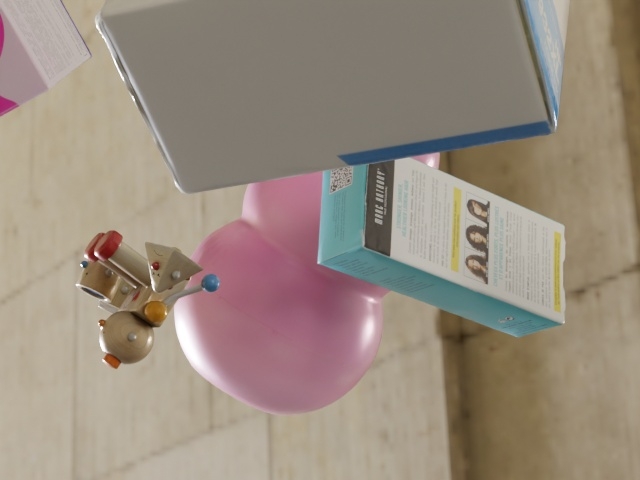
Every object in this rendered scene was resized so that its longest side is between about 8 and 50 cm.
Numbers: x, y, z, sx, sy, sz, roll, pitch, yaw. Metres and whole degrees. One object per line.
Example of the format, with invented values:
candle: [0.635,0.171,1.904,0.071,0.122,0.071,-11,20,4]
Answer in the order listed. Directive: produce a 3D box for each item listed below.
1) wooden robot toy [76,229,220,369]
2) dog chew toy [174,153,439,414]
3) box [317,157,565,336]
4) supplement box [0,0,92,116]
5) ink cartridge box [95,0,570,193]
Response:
wooden robot toy: [-0.132,0.045,1.070,0.076,0.079,0.173,30,-16,-18]
dog chew toy: [0.000,0.000,1.560,0.206,0.332,0.206,29,7,-4]
box: [0.110,0.003,1.406,0.244,0.100,0.060,21,-29,-35]
supplement box: [-0.339,-0.204,1.742,0.111,0.114,0.220,-26,13,10]
ink cartridge box: [0.029,-0.181,0.949,0.223,0.307,0.129,-9,-53,20]
